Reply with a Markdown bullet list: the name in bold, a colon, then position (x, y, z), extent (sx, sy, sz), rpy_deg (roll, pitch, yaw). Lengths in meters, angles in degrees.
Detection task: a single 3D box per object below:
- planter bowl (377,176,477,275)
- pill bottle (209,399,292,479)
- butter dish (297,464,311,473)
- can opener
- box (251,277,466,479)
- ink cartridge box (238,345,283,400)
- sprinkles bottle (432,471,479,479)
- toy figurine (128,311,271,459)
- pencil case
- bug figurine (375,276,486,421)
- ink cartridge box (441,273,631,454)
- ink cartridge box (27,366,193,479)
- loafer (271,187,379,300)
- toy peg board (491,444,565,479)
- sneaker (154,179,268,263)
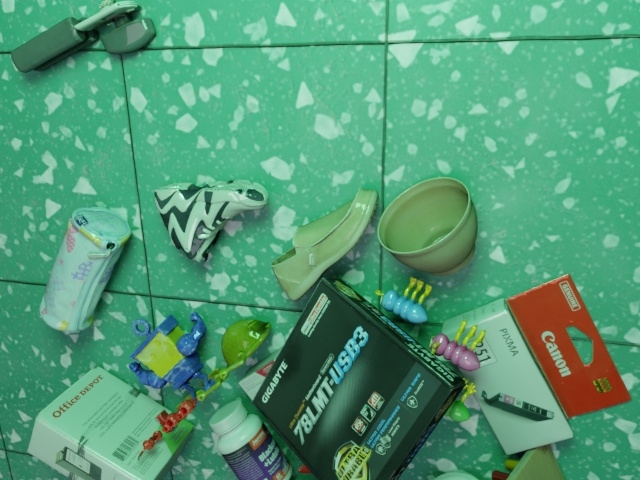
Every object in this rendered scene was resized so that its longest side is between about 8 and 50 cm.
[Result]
- **planter bowl**: position (0.191, -0.009, 0.879), extent (0.162, 0.162, 0.109), rpy_deg (-26, 126, 21)
- **pill bottle**: position (-0.152, 0.444, 1.135), extent (0.108, 0.108, 0.194), rpy_deg (-29, 99, 22)
- **butter dish**: position (0.043, 0.389, 1.065), extent (0.159, 0.118, 0.160), rpy_deg (24, 121, -40)
- **can opener**: position (-0.438, -0.363, 0.967), extent (0.280, 0.074, 0.093), rpy_deg (-13, 104, 19)
- **box**: position (0.049, 0.265, 0.923), extent (0.293, 0.073, 0.296), rpy_deg (39, 107, 29)
- **ink cartridge box**: position (-0.076, 0.312, 1.095), extent (0.109, 0.063, 0.150), rpy_deg (-37, 95, 22)
- **sprinkles bottle**: position (0.300, 0.652, 1.074), extent (0.121, 0.121, 0.356), rpy_deg (-9, 106, 18)
- **toy figurine**: position (-0.298, 0.232, 1.070), extent (0.217, 0.191, 0.362), rpy_deg (46, 112, 3)
- **pencil case**: position (-0.487, 0.063, 1.097), extent (0.124, 0.113, 0.273), rpy_deg (44, 116, 22)
- **bug figurine**: position (0.178, 0.216, 0.946), extent (0.216, 0.072, 0.279), rpy_deg (22, 123, 32)
- **ink cartridge box**: position (0.385, 0.228, 0.945), extent (0.238, 0.060, 0.275), rpy_deg (-27, 99, 23)
- **ink cartridge box**: position (-0.453, 0.432, 1.164), extent (0.272, 0.198, 0.115), rpy_deg (30, 114, 5)
- **loafer**: position (0.000, 0.000, 0.951), extent (0.092, 0.102, 0.268), rpy_deg (38, 114, -6)
- **toy peg board**: position (0.380, 0.477, 0.996), extent (0.079, 0.160, 0.161), rpy_deg (-12, 107, 54)
- **sneaker**: position (-0.199, -0.030, 1.001), extent (0.234, 0.094, 0.153), rpy_deg (-1, 109, 16)
